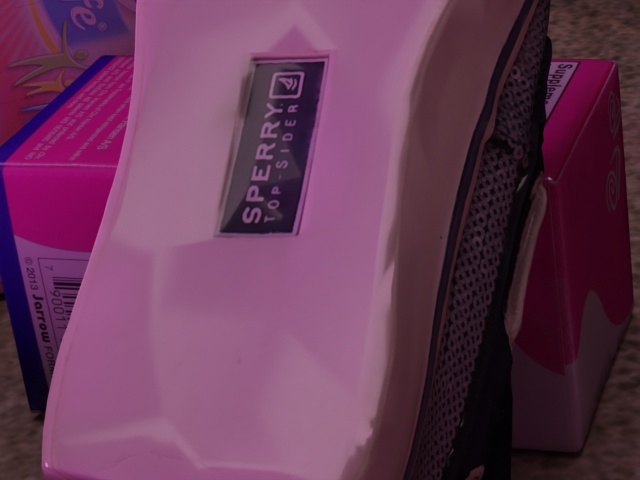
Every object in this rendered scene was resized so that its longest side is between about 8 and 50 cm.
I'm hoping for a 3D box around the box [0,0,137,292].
[{"bbox_3d":[-0.133,-0.147,0.862,0.142,0.300,0.154,-15,27,-11],"label":"box"}]

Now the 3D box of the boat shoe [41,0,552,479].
[{"bbox_3d":[0.012,-0.014,0.609,0.127,0.158,0.340,5,56,19],"label":"boat shoe"}]

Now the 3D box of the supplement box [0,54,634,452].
[{"bbox_3d":[0.000,0.000,0.745,0.220,0.111,0.114,3,29,21],"label":"supplement box"}]
